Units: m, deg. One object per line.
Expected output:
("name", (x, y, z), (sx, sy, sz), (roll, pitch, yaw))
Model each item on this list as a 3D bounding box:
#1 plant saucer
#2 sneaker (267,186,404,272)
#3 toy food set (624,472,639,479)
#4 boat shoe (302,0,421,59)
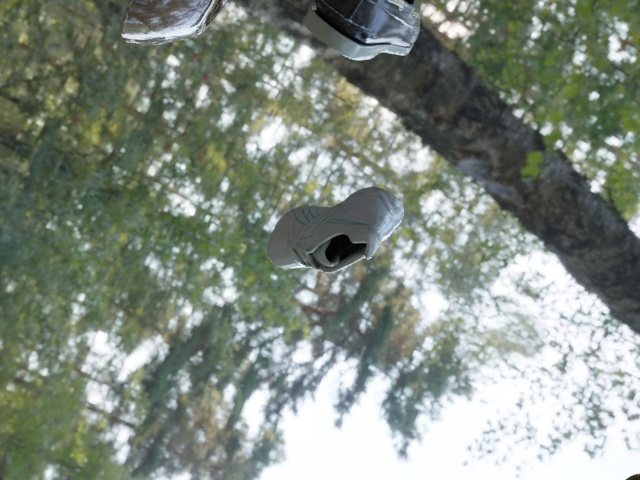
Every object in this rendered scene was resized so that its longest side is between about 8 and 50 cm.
("plant saucer", (-0.044, -0.185, 0.485), (0.199, 0.036, 0.198), (-56, -169, 16))
("sneaker", (0.000, 0.000, 0.750), (0.152, 0.054, 0.061), (-21, -152, 45))
("toy food set", (0.239, 0.170, 0.564), (0.122, 0.077, 0.019), (172, -68, -82))
("boat shoe", (0.057, -0.217, 0.804), (0.069, 0.081, 0.228), (-55, 175, 26))
